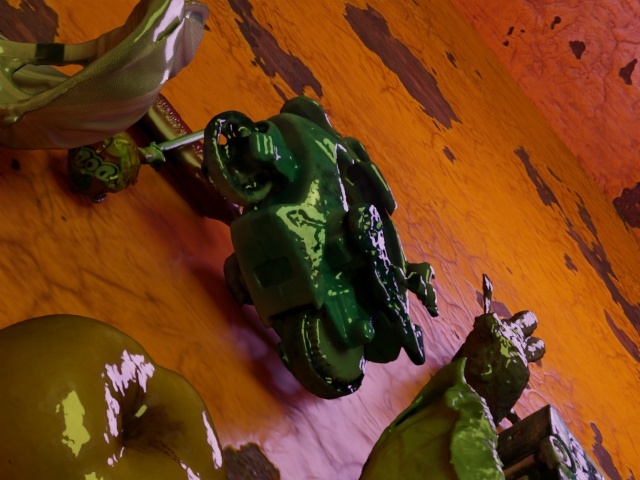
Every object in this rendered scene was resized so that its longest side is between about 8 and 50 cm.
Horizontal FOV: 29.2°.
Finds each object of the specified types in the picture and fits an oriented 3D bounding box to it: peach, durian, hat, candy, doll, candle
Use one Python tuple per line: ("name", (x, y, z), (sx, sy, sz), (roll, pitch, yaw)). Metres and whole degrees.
("peach", (-0.129, 0.120, 0.687), (0.179, 0.103, 0.179), (42, 26, -26))
("durian", (0.092, 0.209, 0.950), (0.101, 0.139, 0.250), (46, 22, -31))
("hat", (-0.191, -0.114, 0.916), (0.226, 0.219, 0.164), (65, 23, -68))
("candy", (-0.138, -0.077, 1.014), (0.060, 0.060, 0.201), (54, 29, 5))
("doll", (0.210, 0.122, 1.413), (0.286, 0.091, 0.203), (-63, 147, -56))
("candle", (-0.109, -0.066, 1.104), (0.162, 0.048, 0.053), (51, 4, -4))

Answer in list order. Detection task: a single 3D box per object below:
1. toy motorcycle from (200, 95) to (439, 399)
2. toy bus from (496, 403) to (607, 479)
("toy motorcycle", (0.000, 0.000, 1.053), (0.206, 0.154, 0.260), (-28, 96, -54))
("toy bus", (0.216, 0.284, 1.141), (0.131, 0.106, 0.297), (50, 19, -17))
